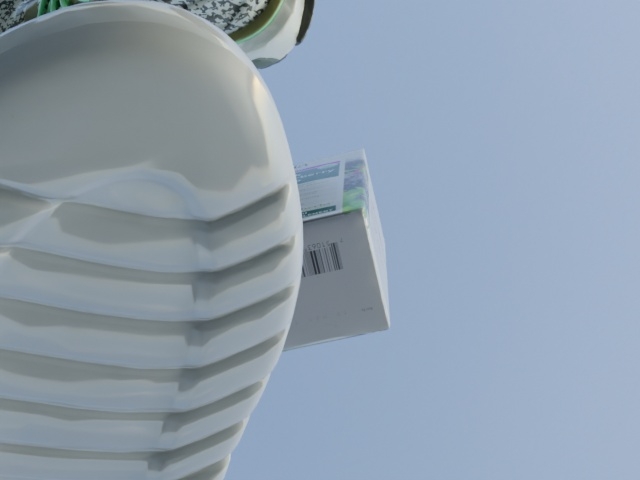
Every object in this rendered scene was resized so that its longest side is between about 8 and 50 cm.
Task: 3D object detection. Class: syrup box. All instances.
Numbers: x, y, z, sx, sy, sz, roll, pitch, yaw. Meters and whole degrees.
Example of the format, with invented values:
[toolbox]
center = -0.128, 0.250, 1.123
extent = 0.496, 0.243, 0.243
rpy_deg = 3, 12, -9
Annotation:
[syrup box]
center = 0.000, 0.000, 0.967
extent = 0.093, 0.237, 0.096
rpy_deg = -12, -75, 5

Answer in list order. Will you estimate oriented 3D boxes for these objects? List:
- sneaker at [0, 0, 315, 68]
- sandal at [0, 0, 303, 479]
[sneaker]
center = -0.221, -0.259, 1.241
extent = 0.410, 0.182, 0.158
rpy_deg = -8, -116, 21
[sandal]
center = -0.116, 0.071, 0.520
extent = 0.169, 0.416, 0.102
rpy_deg = -4, -138, -19
